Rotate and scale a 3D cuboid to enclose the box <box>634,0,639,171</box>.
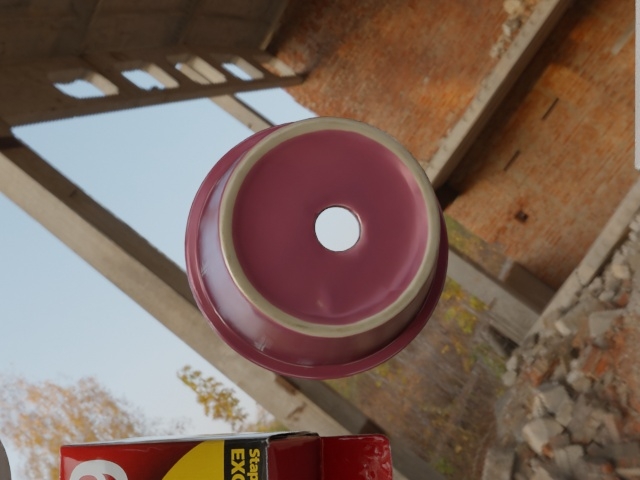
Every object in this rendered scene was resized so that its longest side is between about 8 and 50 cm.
[{"bbox_3d":[0.296,-0.156,0.419,0.290,0.087,0.169,-26,-64,-37],"label":"box"}]

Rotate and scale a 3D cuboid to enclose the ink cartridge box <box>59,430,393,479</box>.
[{"bbox_3d":[-0.075,0.321,0.577,0.130,0.272,0.309,34,-130,-67],"label":"ink cartridge box"}]

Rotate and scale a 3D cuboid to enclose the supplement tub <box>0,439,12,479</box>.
[{"bbox_3d":[-0.290,0.139,0.378,0.144,0.200,0.144,1,-90,-64],"label":"supplement tub"}]

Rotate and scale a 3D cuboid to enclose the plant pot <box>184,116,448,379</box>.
[{"bbox_3d":[0.000,0.000,0.477,0.201,0.201,0.180,-52,-2,-7],"label":"plant pot"}]
